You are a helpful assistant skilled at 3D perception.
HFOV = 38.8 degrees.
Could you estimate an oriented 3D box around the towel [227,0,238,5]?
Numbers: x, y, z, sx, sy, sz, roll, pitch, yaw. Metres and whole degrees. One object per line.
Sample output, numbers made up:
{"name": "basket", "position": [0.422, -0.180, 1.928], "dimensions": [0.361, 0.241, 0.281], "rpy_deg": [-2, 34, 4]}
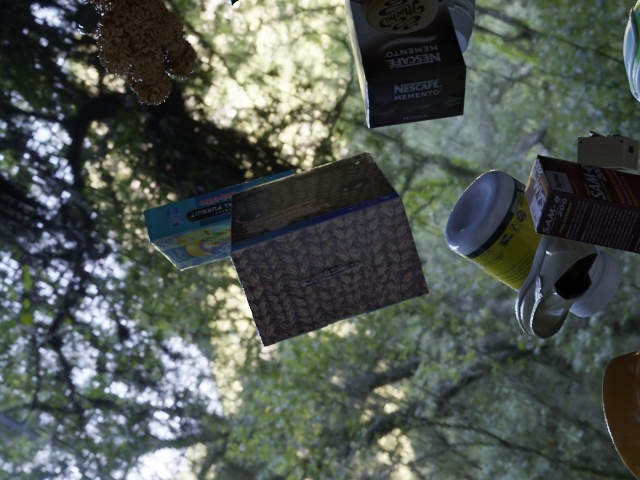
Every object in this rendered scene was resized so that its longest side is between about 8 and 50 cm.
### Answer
{"name": "towel", "position": [-0.282, -0.728, 2.054], "dimensions": [0.056, 0.324, 0.312], "rpy_deg": [-40, -13, -30]}

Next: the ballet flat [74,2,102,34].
{"name": "ballet flat", "position": [-0.410, -0.510, 1.926], "dimensions": [0.250, 0.084, 0.058], "rpy_deg": [-39, -19, -15]}

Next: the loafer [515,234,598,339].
{"name": "loafer", "position": [0.419, 0.084, 1.605], "dimensions": [0.102, 0.092, 0.268], "rpy_deg": [-16, -47, -20]}

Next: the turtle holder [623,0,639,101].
{"name": "turtle holder", "position": [0.668, -0.381, 1.685], "dimensions": [0.320, 0.243, 0.227], "rpy_deg": [-101, 22, -48]}

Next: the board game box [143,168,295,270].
{"name": "board game box", "position": [-0.196, -0.039, 2.041], "dimensions": [0.254, 0.336, 0.079], "rpy_deg": [67, -172, -73]}

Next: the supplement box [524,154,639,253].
{"name": "supplement box", "position": [0.421, -0.045, 1.285], "dimensions": [0.130, 0.239, 0.073], "rpy_deg": [-83, 4, -61]}

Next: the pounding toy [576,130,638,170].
{"name": "pounding toy", "position": [0.669, -0.216, 2.128], "dimensions": [0.141, 0.130, 0.100], "rpy_deg": [0, -88, -55]}

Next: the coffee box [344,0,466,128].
{"name": "coffee box", "position": [0.141, -0.348, 1.572], "dimensions": [0.119, 0.168, 0.297], "rpy_deg": [83, 179, -54]}

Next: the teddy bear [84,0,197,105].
{"name": "teddy bear", "position": [-0.334, -0.412, 1.718], "dimensions": [0.245, 0.113, 0.338], "rpy_deg": [-34, -46, -32]}

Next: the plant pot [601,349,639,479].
{"name": "plant pot", "position": [0.551, 0.244, 1.331], "dimensions": [0.188, 0.205, 0.205], "rpy_deg": [-26, 18, 40]}

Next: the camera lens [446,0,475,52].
{"name": "camera lens", "position": [0.262, -0.592, 2.167], "dimensions": [0.219, 0.219, 0.274], "rpy_deg": [83, -168, -73]}

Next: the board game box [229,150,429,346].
{"name": "board game box", "position": [0.000, 0.000, 1.294], "dimensions": [0.291, 0.232, 0.141], "rpy_deg": [-110, 2, -72]}

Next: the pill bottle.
{"name": "pill bottle", "position": [0.434, 0.016, 1.831], "dimensions": [0.188, 0.334, 0.188], "rpy_deg": [-52, 18, 24]}
